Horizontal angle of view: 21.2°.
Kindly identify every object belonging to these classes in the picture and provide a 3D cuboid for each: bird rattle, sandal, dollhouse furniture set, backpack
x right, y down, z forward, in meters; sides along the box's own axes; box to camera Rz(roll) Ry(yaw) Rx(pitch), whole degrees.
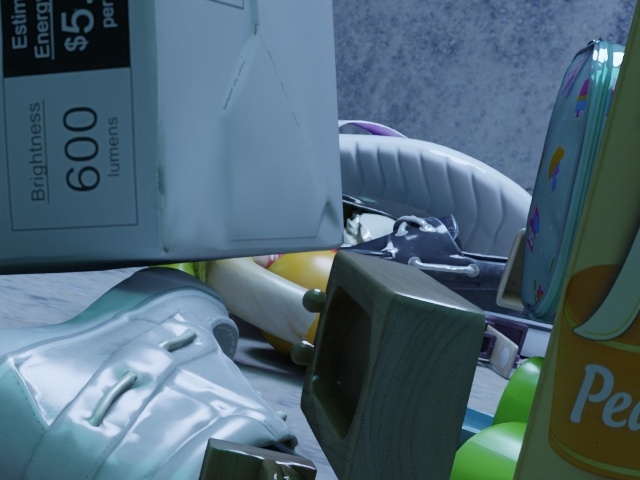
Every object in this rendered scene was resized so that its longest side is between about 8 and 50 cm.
[{"bbox_3d":[-0.030,0.040,1.188,0.207,0.143,0.253,30,-1,27],"label":"bird rattle"},{"bbox_3d":[0.047,-0.052,1.699,0.416,0.169,0.102,15,37,20],"label":"sandal"},{"bbox_3d":[-0.041,0.073,0.448,0.123,0.151,0.144,13,4,-7],"label":"dollhouse furniture set"},{"bbox_3d":[0.169,-0.017,0.763,0.144,0.165,0.188,13,-3,-7],"label":"backpack"},{"bbox_3d":[0.142,0.047,1.333,0.091,0.114,0.081,15,10,-17],"label":"dollhouse furniture set"}]

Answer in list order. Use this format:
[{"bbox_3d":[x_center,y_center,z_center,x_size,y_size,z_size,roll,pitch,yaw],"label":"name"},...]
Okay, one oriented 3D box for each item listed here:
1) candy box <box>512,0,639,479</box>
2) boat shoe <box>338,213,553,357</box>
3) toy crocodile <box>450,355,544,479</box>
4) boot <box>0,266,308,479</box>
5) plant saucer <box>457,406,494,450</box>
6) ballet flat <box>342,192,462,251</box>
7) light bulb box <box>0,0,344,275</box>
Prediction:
[{"bbox_3d":[0.173,0.030,0.549,0.183,0.316,0.087,15,5,19],"label":"candy box"},{"bbox_3d":[0.088,0.024,1.464,0.301,0.102,0.108,14,6,-3],"label":"boat shoe"},{"bbox_3d":[0.156,0.120,0.790,0.115,0.105,0.340,16,2,27],"label":"toy crocodile"},{"bbox_3d":[-0.060,0.082,0.717,0.123,0.095,0.258,24,14,14],"label":"boot"},{"bbox_3d":[0.110,0.121,1.014,0.192,0.018,0.067,16,6,31],"label":"plant saucer"},{"bbox_3d":[0.000,0.000,1.567,0.281,0.095,0.096,16,19,-10],"label":"ballet flat"},{"bbox_3d":[-0.198,-0.158,0.909,0.361,0.357,0.225,-3,-1,22],"label":"light bulb box"}]
